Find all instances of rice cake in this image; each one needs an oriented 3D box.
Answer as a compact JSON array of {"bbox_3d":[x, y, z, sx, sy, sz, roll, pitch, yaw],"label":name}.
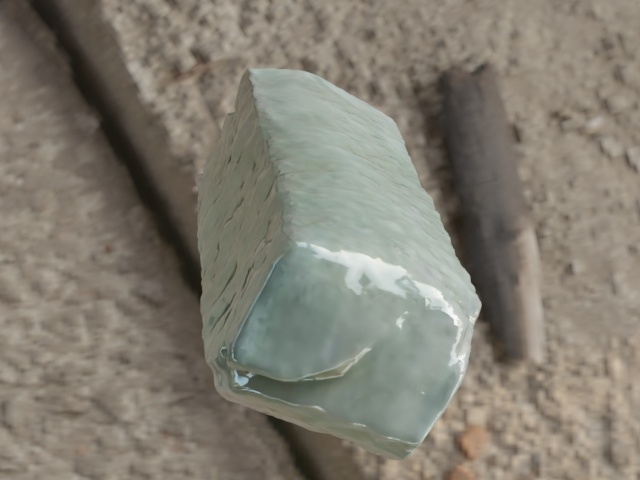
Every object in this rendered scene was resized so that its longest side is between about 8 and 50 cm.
[{"bbox_3d":[0.000,0.000,0.554,0.069,0.206,0.063,22,107,-11],"label":"rice cake"}]
